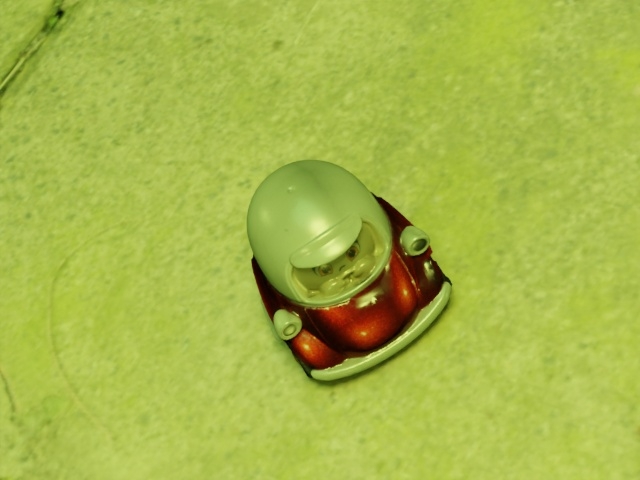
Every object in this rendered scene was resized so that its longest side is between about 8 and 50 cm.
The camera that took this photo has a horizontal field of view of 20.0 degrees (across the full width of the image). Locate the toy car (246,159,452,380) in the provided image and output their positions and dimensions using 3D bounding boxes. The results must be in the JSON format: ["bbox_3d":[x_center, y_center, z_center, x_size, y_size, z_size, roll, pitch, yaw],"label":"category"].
[{"bbox_3d":[0.000,0.000,1.096,0.112,0.112,0.139,-34,47,-2],"label":"toy car"}]
